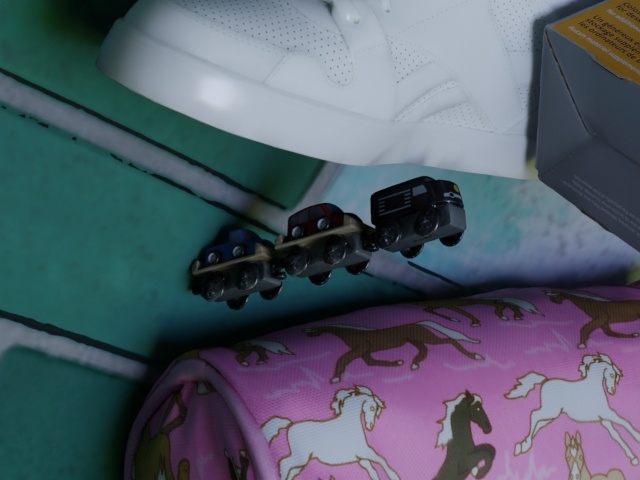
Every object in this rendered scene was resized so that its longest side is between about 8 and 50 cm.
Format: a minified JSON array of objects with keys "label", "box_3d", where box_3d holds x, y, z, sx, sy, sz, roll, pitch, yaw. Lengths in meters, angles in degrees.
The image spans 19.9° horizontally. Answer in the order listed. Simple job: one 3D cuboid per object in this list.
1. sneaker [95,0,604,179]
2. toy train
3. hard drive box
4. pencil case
[{"label":"sneaker","box_3d":[0.034,-0.123,0.808,0.292,0.108,0.169,0,116,-51]},{"label":"toy train","box_3d":[0.000,0.000,0.850,0.027,0.158,0.036,21,60,-47]},{"label":"hard drive box","box_3d":[0.244,-0.063,0.836,0.232,0.181,0.089,-25,135,-26]},{"label":"pencil case","box_3d":[0.087,0.118,0.972,0.386,0.160,0.167,-8,130,-37]}]
